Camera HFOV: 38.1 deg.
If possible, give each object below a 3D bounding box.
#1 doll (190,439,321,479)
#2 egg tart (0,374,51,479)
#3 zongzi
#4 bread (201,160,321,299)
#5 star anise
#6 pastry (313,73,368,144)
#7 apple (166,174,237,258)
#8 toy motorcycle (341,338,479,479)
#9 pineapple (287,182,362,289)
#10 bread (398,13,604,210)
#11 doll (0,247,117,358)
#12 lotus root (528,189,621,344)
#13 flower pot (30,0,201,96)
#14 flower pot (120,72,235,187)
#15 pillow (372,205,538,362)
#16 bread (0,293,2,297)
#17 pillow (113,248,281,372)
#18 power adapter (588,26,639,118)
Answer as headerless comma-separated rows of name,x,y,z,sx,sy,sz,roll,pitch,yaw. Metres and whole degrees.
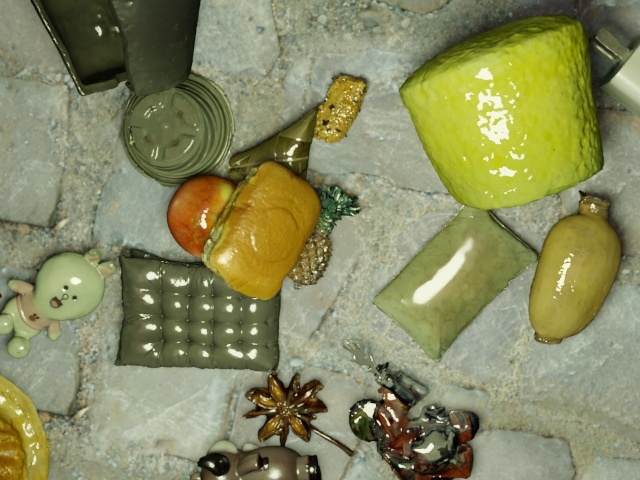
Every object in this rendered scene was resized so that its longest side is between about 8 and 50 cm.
doll,-0.129,0.460,1.825,0.257,0.182,0.117,1,52,8
egg tart,-0.719,0.432,1.850,0.387,0.169,0.388,0,92,0
zongzi,-0.095,-0.185,1.803,0.160,0.078,0.176,10,110,1
bread,-0.110,-0.019,1.721,0.174,0.121,0.246,40,76,-38
star anise,-0.056,0.360,1.852,0.177,0.073,0.234,-21,103,8
pastry,0.037,-0.256,1.812,0.080,0.056,0.140,22,97,13
apple,-0.218,-0.047,1.796,0.163,0.139,0.164,-9,104,-38
toy motorcycle,0.167,0.342,1.807,0.207,0.134,0.401,-42,92,5
pineapple,0.000,0.000,1.819,0.103,0.083,0.221,25,95,-10
bread,0.337,-0.226,1.669,0.348,0.348,0.308,-20,103,4
doll,-0.532,0.109,1.848,0.275,0.113,0.155,-39,108,-1
lotus root,0.484,0.061,1.764,0.146,0.131,0.303,16,97,-25
flower pot,-0.358,-0.415,1.718,0.379,0.379,0.251,-6,113,4
flower pot,-0.289,-0.219,1.794,0.235,0.140,0.236,0,94,6
pillow,0.267,0.073,1.811,0.185,0.075,0.302,43,96,-3
bread,-0.791,0.102,1.827,0.324,0.167,0.277,-38,82,14
pillow,-0.241,0.141,1.837,0.326,0.101,0.228,3,96,4
power adapter,0.592,-0.324,1.738,0.205,0.130,0.125,38,95,-1
